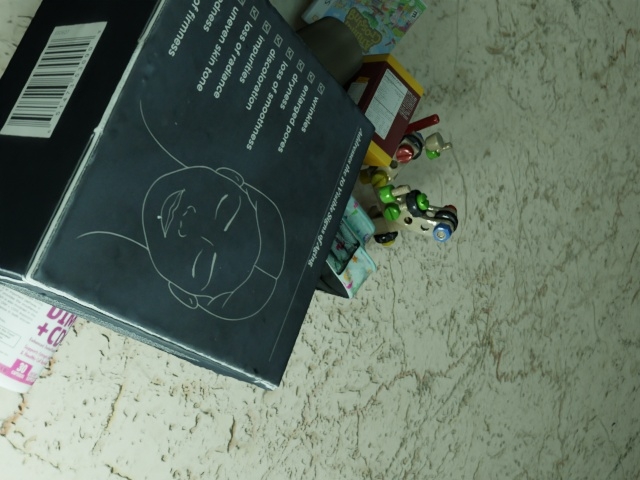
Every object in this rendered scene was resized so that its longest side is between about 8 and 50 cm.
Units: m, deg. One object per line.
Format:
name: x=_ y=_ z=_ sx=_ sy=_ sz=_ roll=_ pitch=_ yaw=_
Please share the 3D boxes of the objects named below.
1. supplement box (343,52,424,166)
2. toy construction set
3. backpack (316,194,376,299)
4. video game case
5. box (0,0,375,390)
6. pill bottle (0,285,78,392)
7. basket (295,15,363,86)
supplement box: x=0.081 y=-0.276 z=1.484 sx=0.129 sy=0.191 sz=0.194 roll=35 pitch=75 yaw=-38
toy construction set: x=0.165 y=-0.129 z=1.593 sx=0.257 sy=0.237 sz=0.308 roll=43 pitch=44 yaw=-38
backpack: x=0.000 y=0.000 z=1.445 sx=0.191 sy=0.225 sz=0.253 roll=-48 pitch=128 yaw=-18
video game case: x=0.095 y=-0.482 z=1.467 sx=0.212 sy=0.023 sz=0.193 roll=31 pitch=107 yaw=-36
box: x=-0.207 y=-0.093 z=1.018 sx=0.472 sy=0.297 sz=0.479 roll=38 pitch=68 yaw=-49
pill bottle: x=-0.458 y=0.083 z=1.112 sx=0.160 sy=0.160 sz=0.283 roll=42 pitch=71 yaw=-37
basket: x=-0.038 y=-0.328 z=1.378 sx=0.227 sy=0.154 sz=0.204 roll=-40 pitch=141 yaw=-20
